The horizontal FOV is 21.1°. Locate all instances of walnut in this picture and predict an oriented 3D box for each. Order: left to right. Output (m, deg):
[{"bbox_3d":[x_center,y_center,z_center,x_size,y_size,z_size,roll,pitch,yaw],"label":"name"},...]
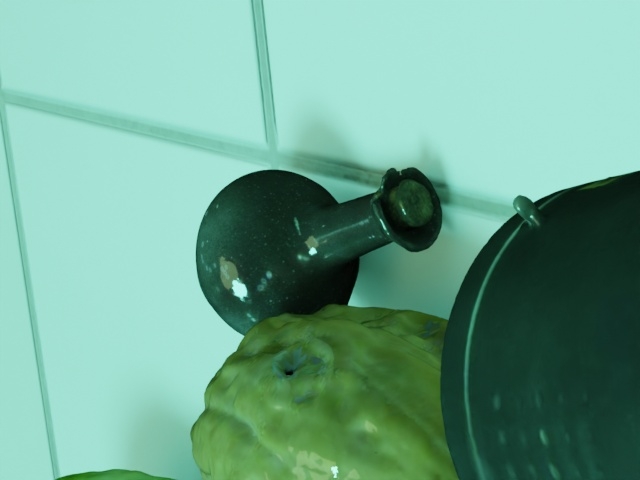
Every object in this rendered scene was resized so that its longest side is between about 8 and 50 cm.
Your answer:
[{"bbox_3d":[0.027,0.135,1.047,0.245,0.198,0.198,20,120,44],"label":"walnut"}]

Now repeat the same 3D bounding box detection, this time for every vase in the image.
[{"bbox_3d":[0.000,0.000,1.124,0.183,0.120,0.120,-22,84,45],"label":"vase"}]

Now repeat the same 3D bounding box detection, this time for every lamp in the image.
[{"bbox_3d":[0.181,0.051,0.747,0.272,0.205,0.374,16,127,51],"label":"lamp"}]

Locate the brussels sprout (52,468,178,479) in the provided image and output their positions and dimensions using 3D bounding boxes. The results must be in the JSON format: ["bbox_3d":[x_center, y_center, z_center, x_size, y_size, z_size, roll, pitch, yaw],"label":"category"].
[{"bbox_3d":[-0.165,0.320,1.404,0.294,0.227,0.259,-3,-90,-87],"label":"brussels sprout"}]
